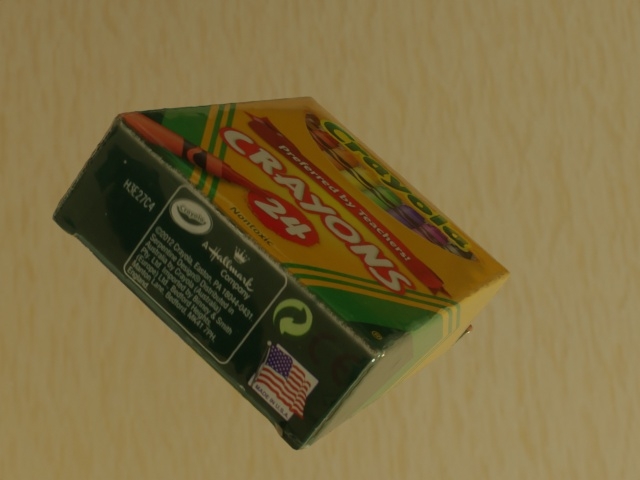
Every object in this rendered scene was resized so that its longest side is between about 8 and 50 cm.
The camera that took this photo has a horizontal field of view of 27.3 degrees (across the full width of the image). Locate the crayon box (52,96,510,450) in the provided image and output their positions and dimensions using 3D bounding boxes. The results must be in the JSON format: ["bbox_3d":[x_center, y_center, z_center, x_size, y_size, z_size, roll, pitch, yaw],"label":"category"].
[{"bbox_3d":[0.000,0.000,0.856,0.081,0.202,0.318,-53,167,20],"label":"crayon box"}]
